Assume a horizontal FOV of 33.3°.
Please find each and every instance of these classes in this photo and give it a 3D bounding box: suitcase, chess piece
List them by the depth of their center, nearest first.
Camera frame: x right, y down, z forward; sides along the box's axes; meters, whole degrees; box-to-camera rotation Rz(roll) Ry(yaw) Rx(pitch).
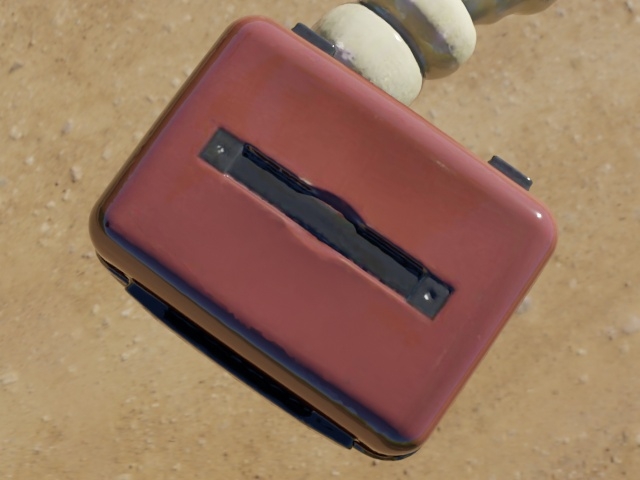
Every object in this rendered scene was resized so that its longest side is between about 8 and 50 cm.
[{"bbox_3d":[0.000,0.000,0.787,0.297,0.161,0.236,34,82,3],"label":"suitcase"},{"bbox_3d":[0.106,-0.230,1.022,0.300,0.167,0.167,-40,98,-7],"label":"chess piece"}]
